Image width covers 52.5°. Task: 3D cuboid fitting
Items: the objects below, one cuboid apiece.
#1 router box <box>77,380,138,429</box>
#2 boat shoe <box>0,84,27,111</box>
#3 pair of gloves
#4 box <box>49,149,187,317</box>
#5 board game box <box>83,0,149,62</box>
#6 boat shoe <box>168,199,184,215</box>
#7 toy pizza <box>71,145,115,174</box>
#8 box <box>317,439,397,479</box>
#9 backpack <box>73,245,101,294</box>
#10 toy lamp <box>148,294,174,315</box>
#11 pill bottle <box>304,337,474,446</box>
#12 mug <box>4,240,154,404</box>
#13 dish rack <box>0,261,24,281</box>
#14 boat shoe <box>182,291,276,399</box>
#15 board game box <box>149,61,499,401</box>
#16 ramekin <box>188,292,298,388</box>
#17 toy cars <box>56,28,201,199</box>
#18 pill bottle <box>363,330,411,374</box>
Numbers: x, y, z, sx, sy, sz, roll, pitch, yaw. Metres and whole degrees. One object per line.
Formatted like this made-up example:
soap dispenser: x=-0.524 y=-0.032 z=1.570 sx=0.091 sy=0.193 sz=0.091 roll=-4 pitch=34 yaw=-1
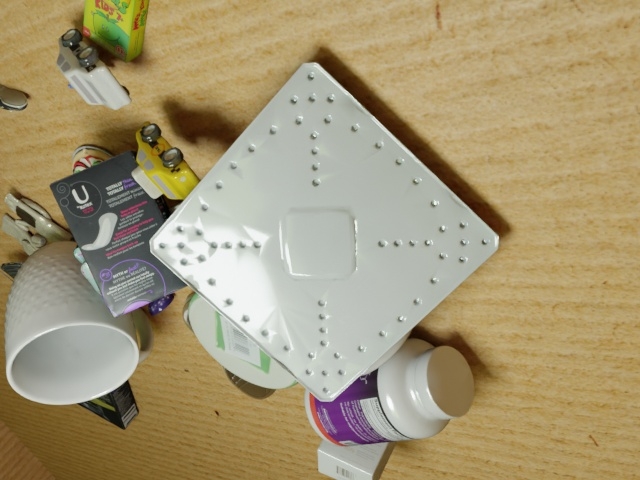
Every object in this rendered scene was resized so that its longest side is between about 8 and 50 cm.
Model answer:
router box: x=-0.764 y=0.470 z=2.141 sx=0.309 sy=0.081 sz=0.243 roll=21 pitch=138 yaw=19
boat shoe: x=-0.657 y=-0.293 z=1.364 sx=0.125 sy=0.046 sz=0.038 roll=22 pitch=138 yaw=23
pair of gloves: x=-0.753 y=-0.014 z=1.704 sx=0.204 sy=0.042 sz=0.240 roll=43 pitch=141 yaw=-7
box: x=-0.364 y=-0.016 z=1.236 sx=0.143 sy=0.165 sz=0.270 roll=-142 pitch=29 yaw=-81
board game box: x=-0.323 y=-0.384 z=1.033 sx=0.092 sy=0.043 sz=0.181 roll=35 pitch=140 yaw=4
boat shoe: x=-0.157 y=-0.061 z=1.163 sx=0.335 sy=0.112 sz=0.095 roll=-14 pitch=110 yaw=51
toy pizza: x=-0.462 y=-0.112 z=1.402 sx=0.201 sy=0.032 sz=0.201 roll=20 pitch=137 yaw=20
box: x=0.088 y=0.436 z=1.410 sx=0.130 sy=0.170 sz=0.091 roll=19 pitch=135 yaw=21
backpack: x=-0.419 y=0.049 z=1.407 sx=0.166 sy=0.144 sz=0.188 roll=-19 pitch=137 yaw=6
toy lamp: x=-0.460 y=0.056 z=1.526 sx=0.080 sy=0.080 sz=0.275 roll=-20 pitch=114 yaw=45
pill bottle: x=0.127 y=0.289 z=1.236 sx=0.181 sy=0.181 sz=0.323 roll=49 pitch=138 yaw=-13
mug: x=-0.561 y=0.186 z=1.560 sx=0.276 sy=0.328 sz=0.374 roll=-44 pitch=135 yaw=17
dish rack: x=-0.793 y=0.164 z=1.854 sx=0.208 sy=0.074 sz=0.271 roll=-6 pitch=136 yaw=38
boat shoe: x=-0.206 y=0.240 z=1.510 sx=0.302 sy=0.109 sz=0.098 roll=50 pitch=178 yaw=-15
board game box: x=0.000 y=0.000 z=1.004 sx=0.390 sy=0.050 sz=0.390 roll=43 pitch=106 yaw=-6
ramekin: x=-0.120 y=0.160 z=1.318 sx=0.303 sy=0.148 sz=0.303 roll=20 pitch=137 yaw=20
toy cars: x=-0.332 y=-0.197 z=1.092 sx=0.394 sy=0.087 sz=0.176 roll=50 pitch=173 yaw=0
pill bottle: x=0.017 y=0.087 z=1.139 sx=0.283 sy=0.161 sz=0.161 roll=44 pitch=140 yaw=-7
